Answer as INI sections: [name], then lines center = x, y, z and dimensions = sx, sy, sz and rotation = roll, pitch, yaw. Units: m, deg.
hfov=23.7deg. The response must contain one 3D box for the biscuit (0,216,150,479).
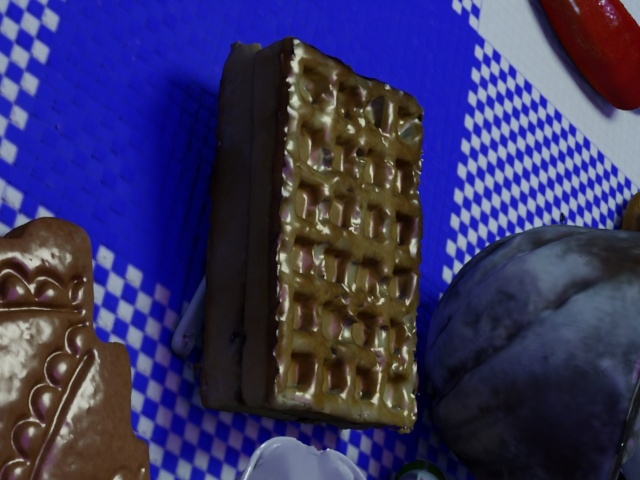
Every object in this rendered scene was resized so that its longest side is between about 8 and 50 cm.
[biscuit]
center = -0.205, 0.130, 1.053
dimensions = 0.306, 0.043, 0.284
rotation = 59, 41, -17

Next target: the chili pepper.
[chili pepper]
center = 0.321, -0.279, 1.805
dimensions = 0.368, 0.092, 0.137
rotation = 58, 30, -23

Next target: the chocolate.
[chocolate]
center = 0.205, 0.114, 1.420
dimensions = 0.303, 0.213, 0.303
rotation = 20, 90, -76

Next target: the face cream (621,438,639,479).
[face cream]
center = 0.347, 0.199, 1.645
dimensions = 0.077, 0.077, 0.250
rotation = -6, 73, -51

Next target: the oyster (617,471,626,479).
[oyster]
center = 0.307, 0.284, 1.629
dimensions = 0.086, 0.029, 0.132
rotation = 62, 35, -13

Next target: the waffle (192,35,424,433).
[waffle]
center = -0.001, 0.000, 1.281
dimensions = 0.213, 0.091, 0.308
rotation = 19, 70, -51

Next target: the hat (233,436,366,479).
[hat]
center = -0.048, 0.252, 1.135
dimensions = 0.203, 0.126, 0.203
rotation = 21, 62, -46

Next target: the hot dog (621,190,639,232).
[hot dog]
center = 0.440, 0.057, 1.783
dimensions = 0.153, 0.150, 0.257
rotation = -35, 105, -59

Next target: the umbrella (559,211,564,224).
[umbrella]
center = 0.263, 0.041, 1.675
dimensions = 0.022, 0.022, 0.149
rotation = 44, 49, -65

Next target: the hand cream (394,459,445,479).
[hand cream]
center = 0.077, 0.247, 1.245
dimensions = 0.079, 0.050, 0.275
rotation = 65, 10, -6

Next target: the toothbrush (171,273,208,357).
[toothbrush]
center = -0.070, -0.026, 1.292
dimensions = 0.030, 0.030, 0.304
rotation = 46, 49, -31
